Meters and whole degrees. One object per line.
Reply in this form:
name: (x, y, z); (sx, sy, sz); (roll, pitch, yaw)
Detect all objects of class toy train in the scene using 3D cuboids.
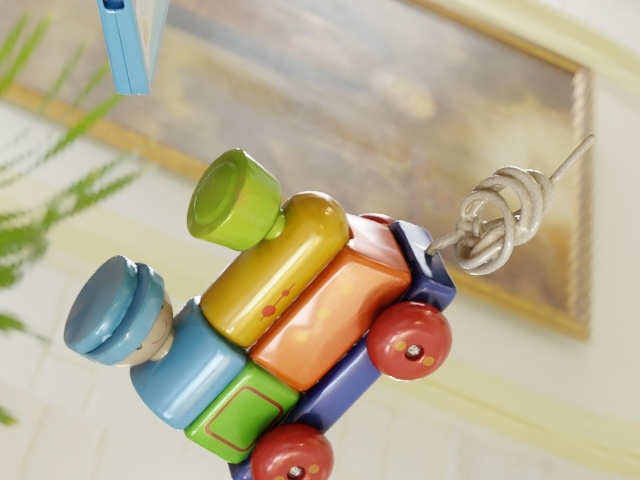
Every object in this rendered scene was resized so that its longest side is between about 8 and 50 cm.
toy train: (0.000, 0.000, 0.890); (0.248, 0.143, 0.105); (-47, -149, 16)

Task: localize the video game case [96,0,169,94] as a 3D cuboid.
video game case: (-0.069, -0.151, 0.647); (0.166, 0.015, 0.119); (85, 8, -50)
